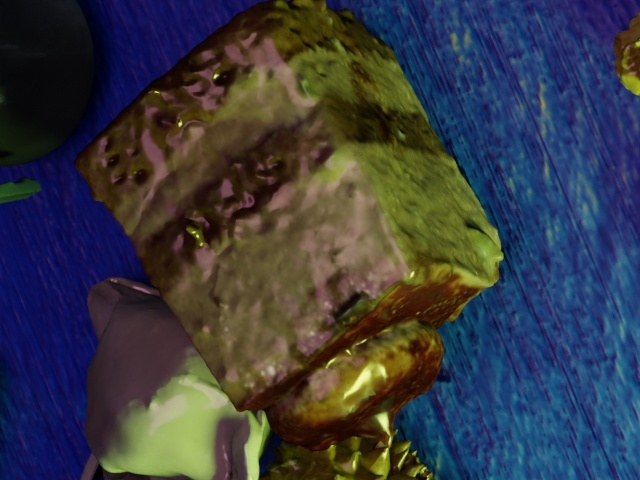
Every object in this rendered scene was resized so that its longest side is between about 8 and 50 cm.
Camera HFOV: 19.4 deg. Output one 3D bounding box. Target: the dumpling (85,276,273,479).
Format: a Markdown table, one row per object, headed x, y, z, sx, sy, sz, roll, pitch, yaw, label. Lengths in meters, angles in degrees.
| x | y | z | sx | sy | sz | roll | pitch | yaw | label |
| --- | --- | --- | --- | --- | --- | --- | --- | --- | --- |
| -0.113 | 0.128 | 1.411 | 0.250 | 0.132 | 0.162 | 41 | 124 | 46 | dumpling |

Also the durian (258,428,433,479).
| x | y | z | sx | sy | sz | roll | pitch | yaw | label |
| --- | --- | --- | --- | --- | --- | --- | --- | --- | --- |
| 0.043 | 0.248 | 1.374 | 0.249 | 0.138 | 0.183 | 41 | 103 | 7 | durian |

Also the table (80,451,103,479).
| x | y | z | sx | sy | sz | roll | pitch | yaw | label |
| --- | --- | --- | --- | --- | --- | --- | --- | --- | --- |
| -0.144 | 0.264 | 1.493 | 0.175 | 0.062 | 0.146 | 30 | 108 | 15 | table |

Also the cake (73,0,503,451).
| x | y | z | sx | sy | sz | roll | pitch | yaw | label |
| --- | --- | --- | --- | --- | --- | --- | --- | --- | --- |
| 0.000 | 0.000 | 1.304 | 0.198 | 0.196 | 0.293 | -36 | 74 | 18 | cake |

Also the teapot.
| x | y | z | sx | sy | sz | roll | pitch | yaw | label |
| --- | --- | --- | --- | --- | --- | --- | --- | --- | --- |
| -0.281 | -0.119 | 1.409 | 0.171 | 0.225 | 0.203 | -32 | 84 | 25 | teapot |

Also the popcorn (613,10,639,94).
| x | y | z | sx | sy | sz | roll | pitch | yaw | label |
| --- | --- | --- | --- | --- | --- | --- | --- | --- | --- |
| 0.238 | -0.131 | 1.262 | 0.082 | 0.083 | 0.057 | -45 | 106 | 1 | popcorn |
